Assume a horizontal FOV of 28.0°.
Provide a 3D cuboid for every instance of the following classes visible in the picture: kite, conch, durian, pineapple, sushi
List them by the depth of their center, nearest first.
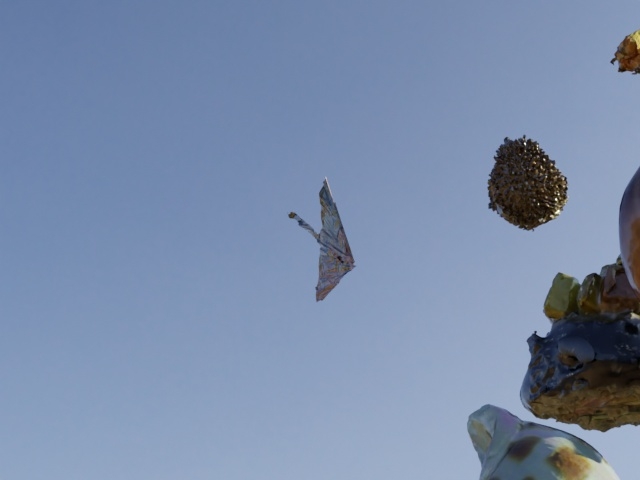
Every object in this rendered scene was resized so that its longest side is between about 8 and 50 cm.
[{"bbox_3d":[0.000,0.000,1.334,0.011,0.156,0.139,-4,-66,-26],"label":"kite"},{"bbox_3d":[0.275,0.367,1.516,0.197,0.368,0.249,-2,-21,8],"label":"conch"},{"bbox_3d":[0.536,-0.300,2.040,0.137,0.116,0.069,16,-31,-3],"label":"pineapple"},{"bbox_3d":[0.534,0.186,2.344,0.327,0.285,0.328,16,-26,-34],"label":"sushi"},{"bbox_3d":[0.400,-0.117,2.499,0.167,0.196,0.196,-20,-27,-11],"label":"durian"}]

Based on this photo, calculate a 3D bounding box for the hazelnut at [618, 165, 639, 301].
[{"bbox_3d":[0.623,-0.013,1.904,0.372,0.372,0.315,16,-27,-19],"label":"hazelnut"}]
